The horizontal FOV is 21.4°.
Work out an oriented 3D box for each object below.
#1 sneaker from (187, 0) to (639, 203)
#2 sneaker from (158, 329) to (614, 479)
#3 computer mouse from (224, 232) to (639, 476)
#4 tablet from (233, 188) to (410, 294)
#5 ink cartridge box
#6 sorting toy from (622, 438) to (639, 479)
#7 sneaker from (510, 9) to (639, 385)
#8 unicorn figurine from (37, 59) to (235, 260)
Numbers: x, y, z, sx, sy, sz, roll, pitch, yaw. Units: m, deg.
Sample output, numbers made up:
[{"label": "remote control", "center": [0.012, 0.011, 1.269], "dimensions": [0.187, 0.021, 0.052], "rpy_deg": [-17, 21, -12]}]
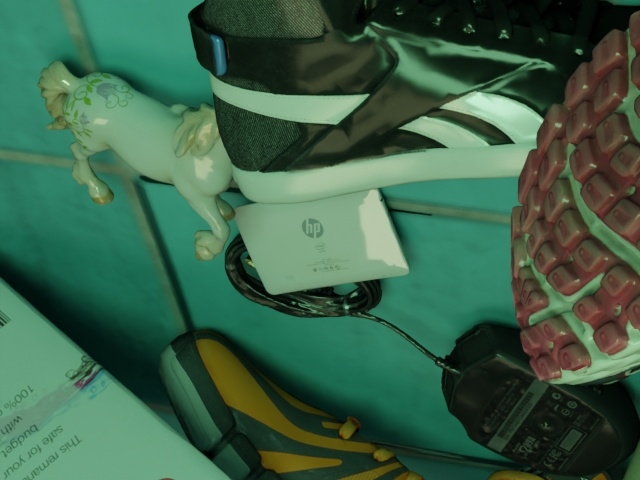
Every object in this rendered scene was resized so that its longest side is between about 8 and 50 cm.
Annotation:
[{"label": "sneaker", "center": [0.048, -0.088, 0.665], "dimensions": [0.217, 0.079, 0.121], "rpy_deg": [-11, 119, 17]}, {"label": "sneaker", "center": [0.057, 0.149, 0.973], "dimensions": [0.321, 0.180, 0.124], "rpy_deg": [51, 172, 6]}, {"label": "computer mouse", "center": [0.062, 0.053, 0.903], "dimensions": [0.242, 0.041, 0.071], "rpy_deg": [29, 132, -3]}, {"label": "tablet", "center": [0.000, 0.000, 0.856], "dimensions": [0.083, 0.006, 0.054], "rpy_deg": [-10, 117, 27]}, {"label": "ink cartridge box", "center": [-0.183, 0.170, 0.940], "dimensions": [0.270, 0.198, 0.197], "rpy_deg": [37, 157, 32]}, {"label": "sorting toy", "center": [0.178, 0.157, 0.846], "dimensions": [0.038, 0.193, 0.208], "rpy_deg": [15, 149, 25]}, {"label": "sneaker", "center": [0.181, -0.043, 0.568], "dimensions": [0.112, 0.120, 0.299], "rpy_deg": [26, 126, -32]}, {"label": "unicorn figurine", "center": [-0.066, -0.045, 0.796], "dimensions": [0.162, 0.060, 0.111], "rpy_deg": [12, 146, 9]}]
